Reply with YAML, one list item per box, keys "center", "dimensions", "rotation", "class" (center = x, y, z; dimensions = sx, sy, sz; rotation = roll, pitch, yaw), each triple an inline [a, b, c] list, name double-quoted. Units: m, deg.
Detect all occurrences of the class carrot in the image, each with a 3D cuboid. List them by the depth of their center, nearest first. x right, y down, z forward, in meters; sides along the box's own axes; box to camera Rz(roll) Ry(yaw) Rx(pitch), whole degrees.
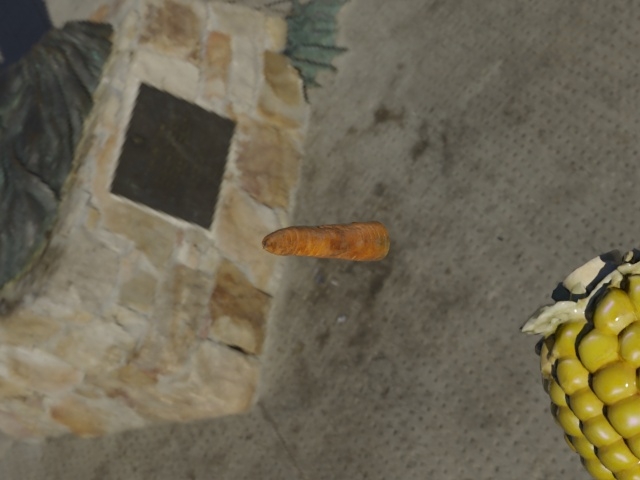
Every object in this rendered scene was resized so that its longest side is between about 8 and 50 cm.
- center: [0.000, 0.000, 1.216]
  dimensions: [0.057, 0.224, 0.057]
  rotation: [0, 90, 42]
  class: "carrot"

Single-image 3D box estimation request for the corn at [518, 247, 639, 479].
- center: [0.256, 0.161, 0.473]
  dimensions: [0.144, 0.144, 0.387]
  rotation: [-43, 84, 21]
  class: "corn"
